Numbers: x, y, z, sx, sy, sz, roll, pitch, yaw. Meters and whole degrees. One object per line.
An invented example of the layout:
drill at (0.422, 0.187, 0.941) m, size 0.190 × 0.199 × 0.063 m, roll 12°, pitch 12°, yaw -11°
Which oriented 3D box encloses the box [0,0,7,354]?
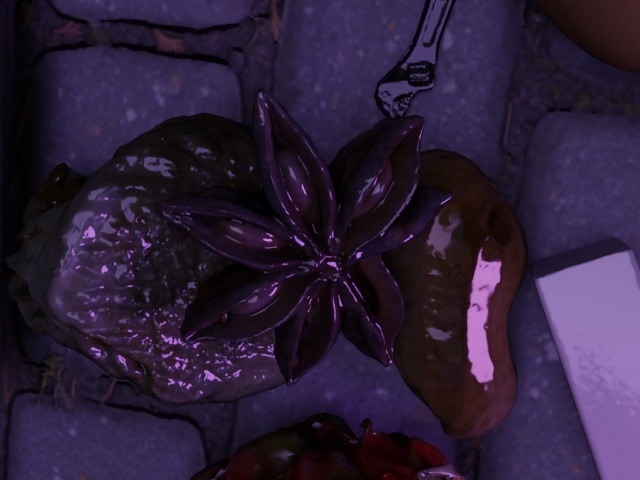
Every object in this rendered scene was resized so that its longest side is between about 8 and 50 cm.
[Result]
box at (-0.450, -0.041, 0.692) m, size 0.395 × 0.111 × 0.397 m, roll -3°, pitch 86°, yaw 21°

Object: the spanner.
spanner at (0.094, -0.194, 0.665) m, size 0.046 × 0.012 × 0.209 m, roll 21°, pitch 101°, yaw 9°

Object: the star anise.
star anise at (-0.016, 0.002, 0.552) m, size 0.196 × 0.073 × 0.212 m, roll 11°, pitch 111°, yaw -21°

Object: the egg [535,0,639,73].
egg at (0.216, -0.233, 0.542) m, size 0.201 × 0.201 × 0.245 m, roll -8°, pitch 107°, yaw 12°

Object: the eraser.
eraser at (0.249, 0.151, 0.648) m, size 0.076 × 0.078 × 0.298 m, roll -18°, pitch 94°, yaw 13°

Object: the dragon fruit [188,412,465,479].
dragon fruit at (-0.010, 0.267, 0.639) m, size 0.302 × 0.231 × 0.237 m, roll -17°, pitch 106°, yaw 23°

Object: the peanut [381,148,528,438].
peanut at (0.108, 0.045, 0.647) m, size 0.110 × 0.120 × 0.237 m, roll -1°, pitch 105°, yaw 44°

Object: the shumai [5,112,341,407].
shumai at (-0.112, 0.003, 0.675) m, size 0.260 × 0.222 × 0.225 m, roll 11°, pitch 101°, yaw -27°
